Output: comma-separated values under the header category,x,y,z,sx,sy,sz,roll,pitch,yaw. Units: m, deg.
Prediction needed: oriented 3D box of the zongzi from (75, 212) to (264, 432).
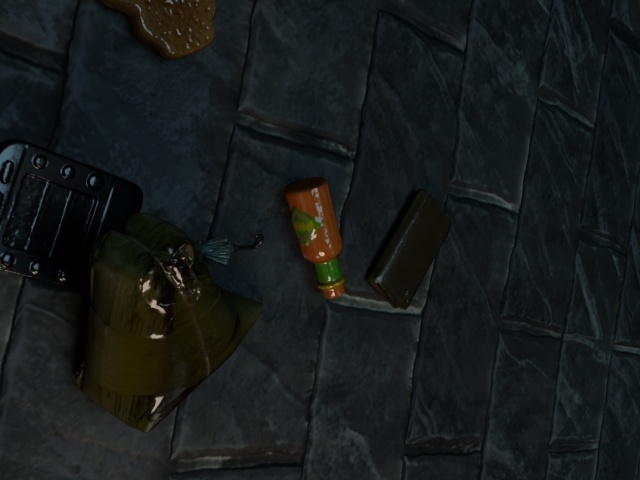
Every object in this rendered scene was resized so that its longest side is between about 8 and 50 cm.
category,x,y,z,sx,sy,sz,roll,pitch,yaw
zongzi,-0.148,0.058,0.895,0.300,0.145,0.273,-31,150,-44

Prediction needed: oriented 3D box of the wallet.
category,x,y,z,sx,sy,sz,roll,pitch,yaw
wallet,0.158,0.017,1.275,0.110,0.031,0.198,47,65,-35

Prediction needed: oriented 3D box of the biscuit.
category,x,y,z,sx,sy,sz,roll,pitch,yaw
biscuit,-0.223,-0.368,0.889,0.186,0.044,0.295,-32,113,-32

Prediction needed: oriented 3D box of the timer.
category,x,y,z,sx,sy,sz,roll,pitch,yaw
timer,-0.307,-0.025,0.841,0.187,0.055,0.144,23,81,-45

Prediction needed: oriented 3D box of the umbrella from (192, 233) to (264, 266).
category,x,y,z,sx,sy,sz,roll,pitch,yaw
umbrella,-0.172,0.018,0.963,0.269,0.044,0.044,-6,137,-49

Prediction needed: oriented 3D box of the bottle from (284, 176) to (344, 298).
category,x,y,z,sx,sy,sz,roll,pitch,yaw
bottle,0.000,0.000,1.106,0.069,0.069,0.187,-30,112,-36
